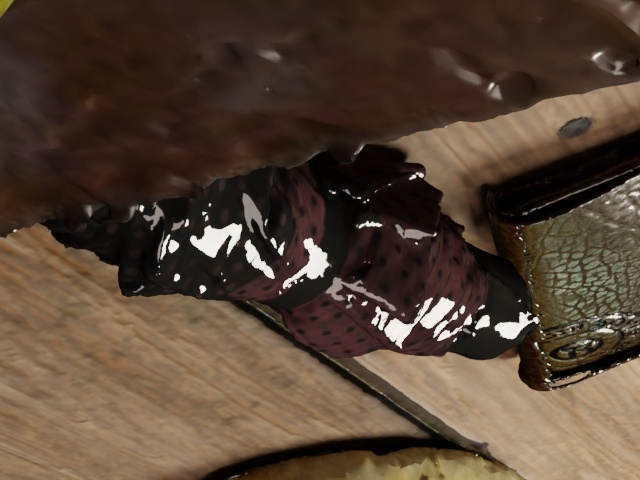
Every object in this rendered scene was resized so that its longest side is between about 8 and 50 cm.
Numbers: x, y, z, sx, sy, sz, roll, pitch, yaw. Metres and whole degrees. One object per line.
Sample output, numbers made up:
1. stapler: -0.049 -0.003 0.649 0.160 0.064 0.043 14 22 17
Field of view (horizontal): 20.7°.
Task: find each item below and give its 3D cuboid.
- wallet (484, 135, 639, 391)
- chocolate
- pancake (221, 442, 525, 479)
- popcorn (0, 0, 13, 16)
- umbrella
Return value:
1. wallet: 0.165 0.017 0.958 0.132 0.039 0.243 -19 153 1
2. chocolate: -0.051 -0.079 0.475 0.321 0.112 0.112 -11 154 36
3. pancake: -0.017 0.256 1.237 0.387 0.082 0.387 -18 153 -10
4. popcorn: -0.155 -0.105 0.371 0.235 0.217 0.181 -18 129 21
5. umbrella: 0.000 0.000 0.766 0.094 0.090 0.326 -37 148 25
